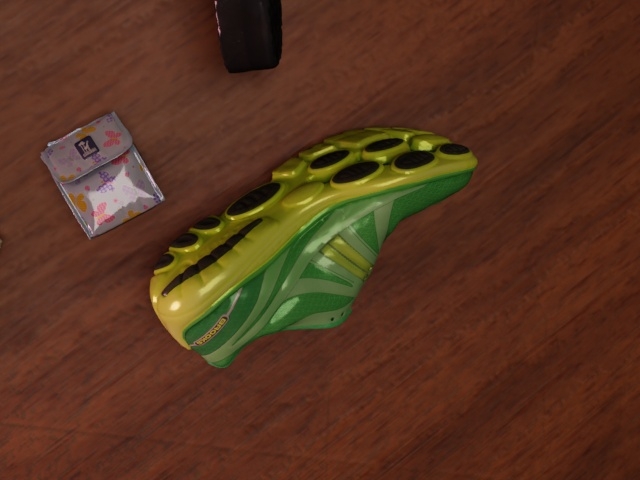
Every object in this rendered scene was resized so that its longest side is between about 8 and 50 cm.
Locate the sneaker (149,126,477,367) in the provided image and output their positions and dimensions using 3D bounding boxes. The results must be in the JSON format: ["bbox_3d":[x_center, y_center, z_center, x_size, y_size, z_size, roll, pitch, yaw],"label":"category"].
[{"bbox_3d":[0.000,0.000,0.771,0.295,0.109,0.124,-30,127,-11],"label":"sneaker"}]

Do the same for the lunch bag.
[{"bbox_3d":[-0.174,-0.051,0.730,0.071,0.053,0.083,-28,95,-11],"label":"lunch bag"}]

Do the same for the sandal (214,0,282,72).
[{"bbox_3d":[-0.095,-0.346,0.662,0.107,0.167,0.446,-3,98,3],"label":"sandal"}]

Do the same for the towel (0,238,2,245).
[{"bbox_3d":[-0.335,0.016,0.708,0.148,0.027,0.110,27,91,-18],"label":"towel"}]
